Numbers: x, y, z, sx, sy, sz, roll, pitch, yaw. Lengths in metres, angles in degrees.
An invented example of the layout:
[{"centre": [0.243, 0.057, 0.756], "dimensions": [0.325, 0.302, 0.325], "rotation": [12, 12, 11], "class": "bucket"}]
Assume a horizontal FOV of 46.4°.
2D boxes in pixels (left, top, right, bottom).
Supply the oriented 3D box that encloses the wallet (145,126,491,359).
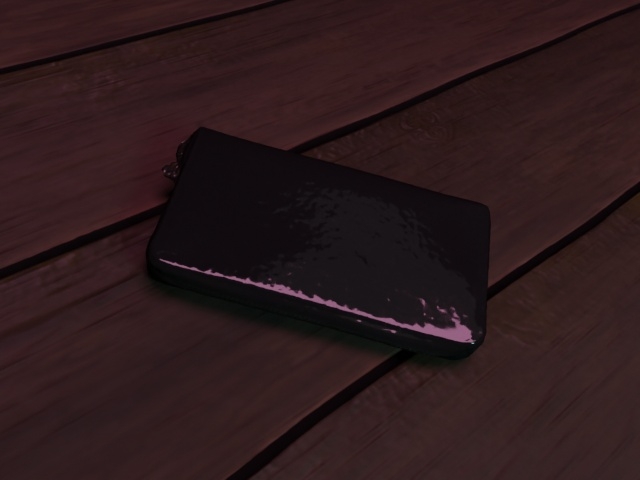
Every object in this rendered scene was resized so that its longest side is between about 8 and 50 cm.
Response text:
[{"centre": [0.000, 0.000, 0.535], "dimensions": [0.250, 0.044, 0.149], "rotation": [14, 49, -3], "class": "wallet"}]
